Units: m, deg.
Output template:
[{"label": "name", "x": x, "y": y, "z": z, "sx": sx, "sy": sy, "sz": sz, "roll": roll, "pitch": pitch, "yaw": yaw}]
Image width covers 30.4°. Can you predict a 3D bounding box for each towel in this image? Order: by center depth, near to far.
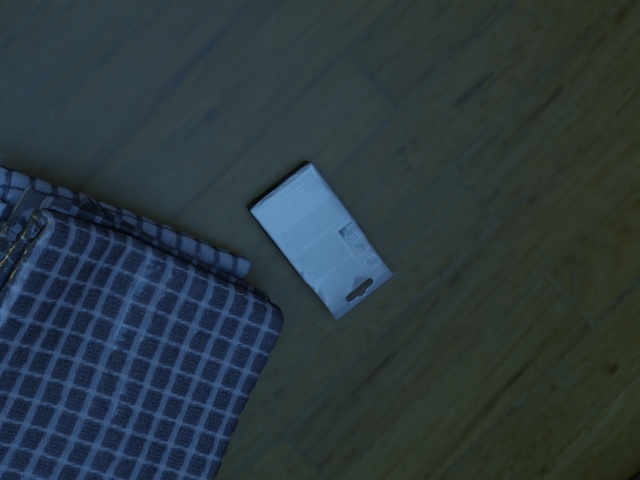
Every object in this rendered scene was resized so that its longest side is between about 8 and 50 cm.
[{"label": "towel", "x": -0.177, "y": 0.115, "z": 0.849, "sx": 0.235, "sy": 0.121, "sz": 0.284, "roll": 25, "pitch": 91, "yaw": -31}]

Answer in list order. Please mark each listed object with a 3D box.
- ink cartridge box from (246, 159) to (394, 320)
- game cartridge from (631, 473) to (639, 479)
[{"label": "ink cartridge box", "x": 0.000, "y": 0.000, "z": 0.940, "sx": 0.063, "sy": 0.029, "sz": 0.115, "roll": -38, "pitch": 102, "yaw": -4}, {"label": "game cartridge", "x": 0.256, "y": 0.263, "z": 0.928, "sx": 0.297, "sy": 0.198, "sz": 0.062, "roll": -38, "pitch": 102, "yaw": -4}]
